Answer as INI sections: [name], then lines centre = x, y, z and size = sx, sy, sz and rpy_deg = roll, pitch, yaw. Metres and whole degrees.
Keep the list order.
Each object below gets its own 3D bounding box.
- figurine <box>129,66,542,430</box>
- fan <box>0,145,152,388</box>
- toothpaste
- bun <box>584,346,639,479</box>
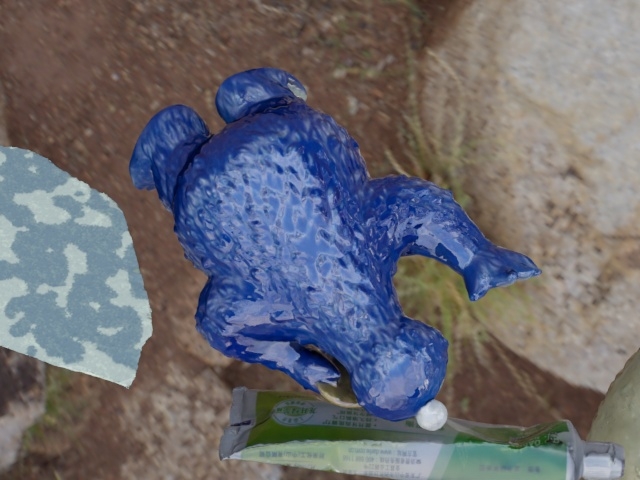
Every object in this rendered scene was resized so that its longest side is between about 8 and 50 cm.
[figurine]
centre = -0.009, 0.001, 0.906
size = 0.164, 0.262, 0.121
rpy_deg = -48, 152, -6
[fan]
centre = -0.180, 0.003, 0.853
size = 0.131, 0.240, 0.009
rpy_deg = -47, 157, -28
[toothpaste]
centre = 0.063, 0.125, 0.955
size = 0.248, 0.078, 0.047
rpy_deg = 6, 120, 1
[bun]
centre = 0.449, 0.207, 1.683
size = 0.326, 0.234, 0.362
rpy_deg = 21, 104, -49
